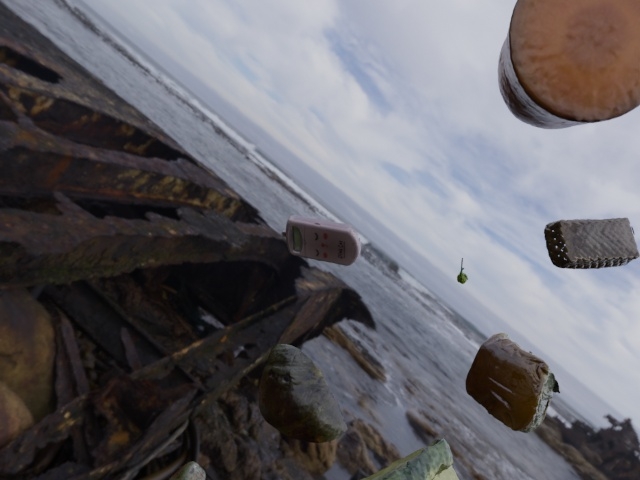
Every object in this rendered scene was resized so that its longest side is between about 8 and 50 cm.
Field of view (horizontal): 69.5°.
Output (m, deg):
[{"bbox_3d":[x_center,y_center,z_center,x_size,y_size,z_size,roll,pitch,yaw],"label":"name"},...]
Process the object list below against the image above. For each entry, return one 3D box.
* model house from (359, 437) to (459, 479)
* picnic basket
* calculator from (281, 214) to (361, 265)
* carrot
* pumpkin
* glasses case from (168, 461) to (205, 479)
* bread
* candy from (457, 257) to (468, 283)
[{"bbox_3d":[0.106,0.489,0.674,0.261,0.321,0.266,-12,61,-42],"label":"model house"},{"bbox_3d":[0.569,0.003,0.962,0.193,0.110,0.055,-2,-16,-14],"label":"picnic basket"},{"bbox_3d":[0.000,0.000,0.969,0.175,0.100,0.032,10,39,14],"label":"calculator"},{"bbox_3d":[0.272,-0.203,0.530,0.159,0.159,0.225,40,11,2],"label":"carrot"},{"bbox_3d":[-0.081,0.400,1.227,0.312,0.148,0.169,23,-51,37],"label":"pumpkin"},{"bbox_3d":[-0.506,0.852,1.362,0.098,0.425,0.156,44,-16,-6],"label":"glasses case"},{"bbox_3d":[0.624,0.457,1.492,0.225,0.250,0.279,25,3,-30],"label":"bread"},{"bbox_3d":[0.459,0.094,1.490,0.035,0.035,0.123,54,-14,45],"label":"candy"}]
